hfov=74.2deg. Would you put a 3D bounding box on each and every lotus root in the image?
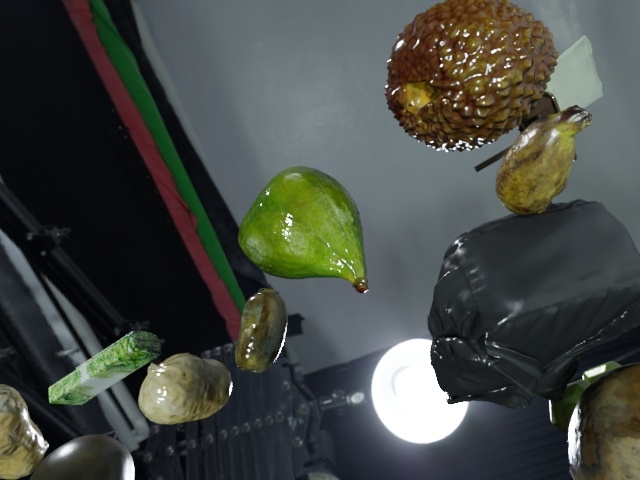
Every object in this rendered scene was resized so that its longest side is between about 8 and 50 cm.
[{"bbox_3d":[0.464,0.280,0.525,0.191,0.273,0.272,70,-175,-45],"label":"lotus root"},{"bbox_3d":[0.302,-0.113,0.585,0.108,0.095,0.190,-62,-23,-25],"label":"lotus root"},{"bbox_3d":[-0.190,0.297,1.400,0.152,0.160,0.274,20,-113,-25],"label":"lotus root"}]

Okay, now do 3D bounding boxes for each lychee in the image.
[{"bbox_3d":[0.258,-0.286,0.733,0.267,0.268,0.267,-21,-90,-83],"label":"lychee"}]

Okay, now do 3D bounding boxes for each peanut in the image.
[{"bbox_3d":[-0.496,0.303,0.664,0.213,0.100,0.099,96,166,-44],"label":"peanut"},{"bbox_3d":[-0.257,0.285,0.822,0.224,0.129,0.129,46,-156,-63],"label":"peanut"}]

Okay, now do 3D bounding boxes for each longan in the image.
[{"bbox_3d":[-0.470,0.500,0.829,0.220,0.197,0.196,62,-178,36],"label":"longan"}]

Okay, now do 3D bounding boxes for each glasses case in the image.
[{"bbox_3d":[-0.544,0.322,1.070,0.062,0.272,0.095,62,-172,32],"label":"glasses case"}]

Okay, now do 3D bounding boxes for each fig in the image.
[{"bbox_3d":[0.000,0.000,0.684,0.235,0.203,0.203,38,176,20],"label":"fig"}]

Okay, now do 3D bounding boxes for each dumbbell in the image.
[{"bbox_3d":[0.611,0.347,0.933,0.302,0.108,0.121,0,-95,-43],"label":"dumbbell"}]

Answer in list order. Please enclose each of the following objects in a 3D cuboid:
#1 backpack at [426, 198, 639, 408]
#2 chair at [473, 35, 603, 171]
[{"bbox_3d":[0.356,0.155,0.767,0.445,0.364,0.254,85,167,-53],"label":"backpack"},{"bbox_3d":[0.467,-0.258,0.878,0.160,0.319,0.186,53,-165,-25],"label":"chair"}]
